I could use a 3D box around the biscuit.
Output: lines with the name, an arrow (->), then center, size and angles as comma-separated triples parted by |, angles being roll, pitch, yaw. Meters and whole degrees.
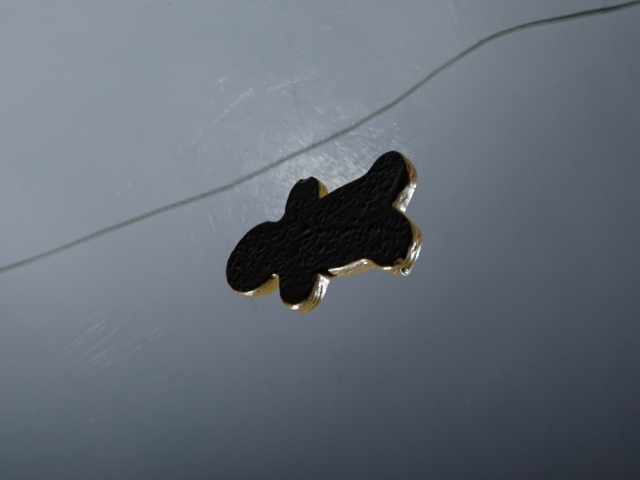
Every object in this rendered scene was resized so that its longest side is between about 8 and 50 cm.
biscuit -> 0.001, 0.001, 1.508 | 0.432, 0.283, 0.064 | -23, 139, 32
